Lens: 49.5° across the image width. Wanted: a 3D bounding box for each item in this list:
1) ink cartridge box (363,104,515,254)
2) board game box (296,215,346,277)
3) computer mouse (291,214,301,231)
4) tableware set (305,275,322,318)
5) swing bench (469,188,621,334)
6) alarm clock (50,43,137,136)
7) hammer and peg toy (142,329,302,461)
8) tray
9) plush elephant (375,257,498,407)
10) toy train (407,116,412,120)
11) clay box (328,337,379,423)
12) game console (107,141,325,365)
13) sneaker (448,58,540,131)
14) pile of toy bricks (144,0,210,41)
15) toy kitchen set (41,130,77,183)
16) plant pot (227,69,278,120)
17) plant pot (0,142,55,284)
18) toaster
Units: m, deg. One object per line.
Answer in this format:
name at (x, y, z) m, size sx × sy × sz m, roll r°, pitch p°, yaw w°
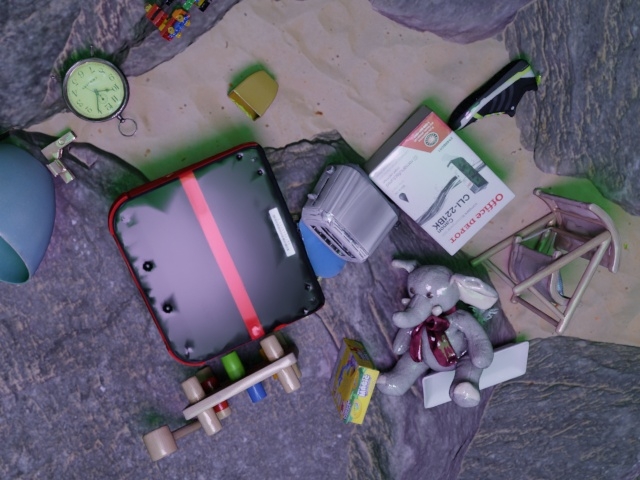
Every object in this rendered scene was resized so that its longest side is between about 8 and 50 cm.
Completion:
ink cartridge box at (0.262, -0.132, 1.541) m, size 0.273 × 0.114 × 0.197 m, roll 42°, pitch 102°, yaw -15°
board game box at (0.000, 0.000, 1.561) m, size 0.133 × 0.033 × 0.168 m, roll -25°, pitch 103°, yaw -45°
computer mouse at (-0.071, 0.040, 1.558) m, size 0.106 × 0.042 × 0.192 m, roll -12°, pitch 85°, yaw -12°
tableware set at (-0.073, 0.102, 1.596) m, size 0.141 × 0.020 × 0.168 m, roll 16°, pitch 98°, yaw -12°
swing bench at (0.514, 0.035, 1.556) m, size 0.165 × 0.253 × 0.254 m, roll 41°, pitch 93°, yaw -14°
alarm clock at (-0.449, -0.294, 1.436) m, size 0.129 × 0.064 × 0.192 m, roll -38°, pitch 102°, yaw 0°
hammer and peg toy at (-0.212, 0.323, 1.507) m, size 0.361 × 0.266 × 0.127 m, roll -28°, pitch 86°, yaw -2°
tray at (0.370, 0.318, 1.678) m, size 0.271 × 0.030 × 0.145 m, roll -18°, pitch 138°, yaw -5°
plush elephant at (0.255, 0.172, 1.544) m, size 0.330 × 0.272 × 0.255 m, roll -49°, pitch 121°, yaw -26°
toy train at (0.232, -0.255, 1.572) m, size 0.083 × 0.023 × 0.017 m, roll 31°, pitch 95°, yaw -13°
clay box at (0.074, 0.316, 1.556) m, size 0.053 × 0.222 × 0.127 m, roll 16°, pitch 99°, yaw -12°
game console at (-0.209, 0.035, 1.409) m, size 0.342 × 0.060 × 0.386 m, roll -25°, pitch 105°, yaw -9°
sneaker at (0.398, -0.306, 1.557) m, size 0.235 × 0.084 × 0.097 m, roll -39°, pitch 105°, yaw 0°
pile of toy bricks at (-0.287, -0.523, 1.408) m, size 0.105 × 0.118 × 0.212 m, roll 46°, pitch 102°, yaw 18°
toy kitchen set at (-0.527, -0.172, 1.445) m, size 0.075 × 0.068 × 0.083 m, roll -34°, pitch 104°, yaw -1°
plant pot at (-0.136, -0.315, 1.476) m, size 0.081 × 0.081 × 0.083 m, roll 43°, pitch 82°, yaw -14°
plant pot at (-0.641, -0.078, 1.366) m, size 0.290 × 0.290 × 0.195 m, roll 36°, pitch 57°, yaw -14°
toaster at (0.066, -0.053, 1.508) m, size 0.227 × 0.129 × 0.146 m, roll 45°, pitch 71°, yaw -30°
